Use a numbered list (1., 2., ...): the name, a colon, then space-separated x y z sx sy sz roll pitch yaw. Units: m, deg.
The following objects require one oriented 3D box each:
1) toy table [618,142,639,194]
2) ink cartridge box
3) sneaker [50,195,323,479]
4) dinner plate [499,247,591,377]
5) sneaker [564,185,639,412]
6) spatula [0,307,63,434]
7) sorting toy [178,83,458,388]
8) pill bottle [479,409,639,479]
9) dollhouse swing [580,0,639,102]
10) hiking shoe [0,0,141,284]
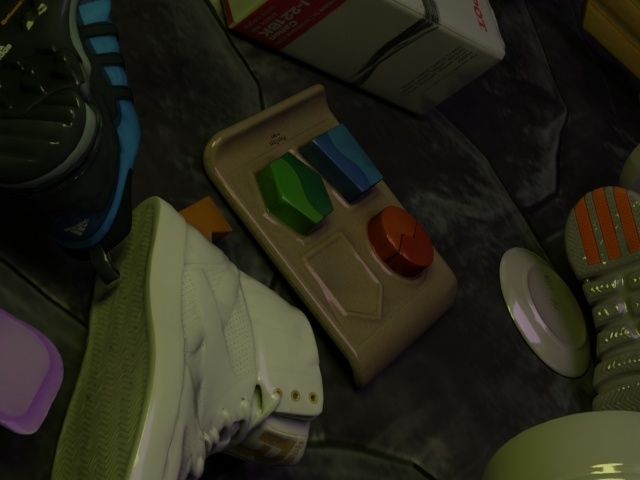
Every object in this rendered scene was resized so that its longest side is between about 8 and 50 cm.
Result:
1. toy table: 0.457 0.000 1.724 0.274 0.252 0.161 17 32 -36
2. ink cartridge box: 0.028 -0.255 1.451 0.272 0.114 0.197 18 47 -45
3. sneaker: -0.069 0.114 0.996 0.169 0.108 0.293 36 36 -25
4. dinner plate: 0.224 0.067 1.528 0.141 0.017 0.141 36 36 -31
5. sneaker: 0.335 0.110 1.542 0.180 0.124 0.321 25 55 -62
6. spatula: -0.266 -0.001 0.900 0.296 0.030 0.084 45 32 -17
7. sorting toy: 0.000 0.000 1.254 0.229 0.041 0.307 56 31 -1
8. pill bottle: 0.212 0.329 1.078 0.224 0.224 0.392 35 38 -32
9. dollhouse swing: 0.519 -0.191 1.844 0.305 0.346 0.315 25 44 -42
10. hiking shoe: -0.184 -0.114 1.075 0.132 0.113 0.304 66 14 -44
